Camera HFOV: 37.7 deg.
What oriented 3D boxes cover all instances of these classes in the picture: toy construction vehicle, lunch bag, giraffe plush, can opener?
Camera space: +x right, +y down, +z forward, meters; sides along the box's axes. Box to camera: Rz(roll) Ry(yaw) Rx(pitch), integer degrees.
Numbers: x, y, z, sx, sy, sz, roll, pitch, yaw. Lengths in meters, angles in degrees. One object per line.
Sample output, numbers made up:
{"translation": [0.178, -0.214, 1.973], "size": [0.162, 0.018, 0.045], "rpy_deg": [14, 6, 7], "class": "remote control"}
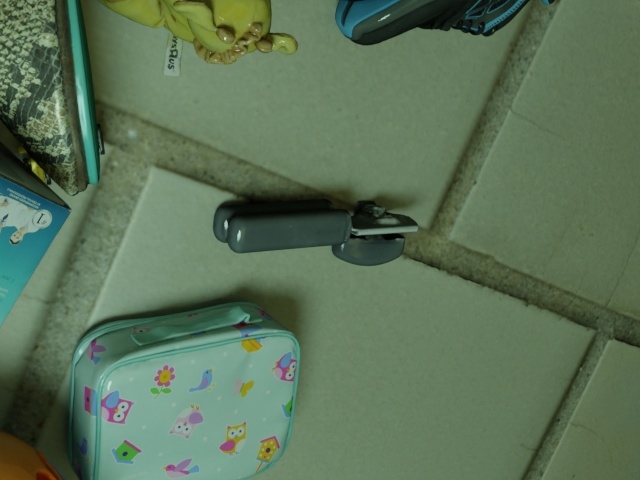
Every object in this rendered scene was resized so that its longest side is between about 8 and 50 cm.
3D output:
{"translation": [-0.271, -0.111, 0.966], "size": [0.086, 0.035, 0.098], "rpy_deg": [-14, 116, -18], "class": "toy construction vehicle"}
{"translation": [-0.159, 0.189, 1.133], "size": [0.279, 0.108, 0.223], "rpy_deg": [-8, 112, -34], "class": "lunch bag"}
{"translation": [-0.112, -0.246, 0.923], "size": [0.181, 0.170, 0.210], "rpy_deg": [-21, 122, -28], "class": "giraffe plush"}
{"translation": [0.000, 0.000, 1.182], "size": [0.284, 0.076, 0.095], "rpy_deg": [-5, 113, -33], "class": "can opener"}

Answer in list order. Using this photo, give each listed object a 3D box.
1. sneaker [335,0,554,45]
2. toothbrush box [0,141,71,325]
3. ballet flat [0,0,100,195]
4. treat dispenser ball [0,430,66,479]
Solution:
{"translation": [0.173, -0.297, 1.139], "size": [0.341, 0.125, 0.139], "rpy_deg": [-29, 130, -20], "class": "sneaker"}
{"translation": [-0.379, 0.039, 0.833], "size": [0.126, 0.216, 0.295], "rpy_deg": [29, 93, -40], "class": "toothbrush box"}
{"translation": [-0.273, -0.283, 0.823], "size": [0.182, 0.164, 0.482], "rpy_deg": [3, 104, -14], "class": "ballet flat"}
{"translation": [-0.374, 0.323, 0.919], "size": [0.288, 0.288, 0.288], "rpy_deg": [-16, 119, -30], "class": "treat dispenser ball"}
